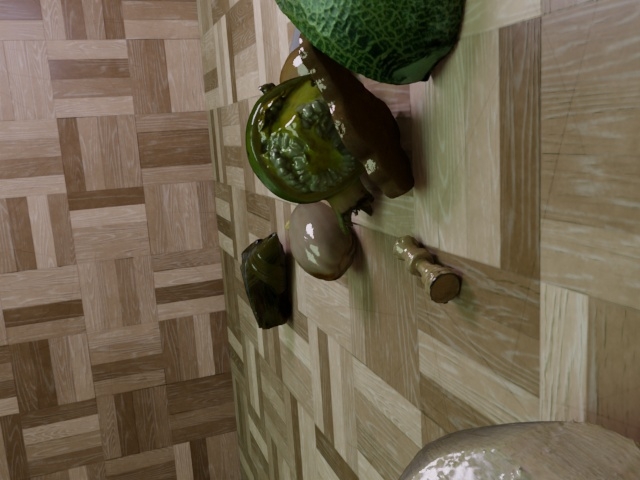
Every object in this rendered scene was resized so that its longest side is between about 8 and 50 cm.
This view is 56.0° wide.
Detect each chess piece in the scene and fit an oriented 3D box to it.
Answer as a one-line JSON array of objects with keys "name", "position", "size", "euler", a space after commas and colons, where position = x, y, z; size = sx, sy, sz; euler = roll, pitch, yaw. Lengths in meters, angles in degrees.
[{"name": "chess piece", "position": [0.174, 0.040, 1.036], "size": [0.172, 0.060, 0.060], "euler": [-125, 34, -57]}]

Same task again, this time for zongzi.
[{"name": "zongzi", "position": [-0.152, 0.121, 1.861], "size": [0.300, 0.139, 0.285], "euler": [144, 114, -66]}]

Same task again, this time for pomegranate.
[{"name": "pomegranate", "position": [-0.004, -0.170, 1.198], "size": [0.340, 0.261, 0.260], "euler": [62, 165, -15]}]

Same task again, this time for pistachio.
[{"name": "pistachio", "position": [0.000, 0.000, 1.373], "size": [0.143, 0.144, 0.215], "euler": [101, 153, -42]}, {"name": "pistachio", "position": [-0.019, -0.369, 1.322], "size": [0.210, 0.165, 0.130], "euler": [25, 160, 53]}]

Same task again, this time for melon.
[{"name": "melon", "position": [0.091, -0.426, 0.940], "size": [0.343, 0.331, 0.226], "euler": [66, -167, 22]}]

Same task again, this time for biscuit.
[{"name": "biscuit", "position": [0.063, -0.216, 1.028], "size": [0.319, 0.047, 0.183], "euler": [50, -148, -23]}]

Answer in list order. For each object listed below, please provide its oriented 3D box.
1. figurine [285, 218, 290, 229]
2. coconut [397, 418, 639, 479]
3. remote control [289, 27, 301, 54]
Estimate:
[{"name": "figurine", "position": [-0.022, -0.044, 1.534], "size": [0.187, 0.083, 0.083], "euler": [2, 99, 61]}, {"name": "coconut", "position": [0.217, 0.347, 0.607], "size": [0.346, 0.347, 0.360], "euler": [101, 152, -42]}, {"name": "remote control", "position": [-0.034, -0.495, 1.446], "size": [0.250, 0.034, 0.103], "euler": [110, 147, -53]}]
